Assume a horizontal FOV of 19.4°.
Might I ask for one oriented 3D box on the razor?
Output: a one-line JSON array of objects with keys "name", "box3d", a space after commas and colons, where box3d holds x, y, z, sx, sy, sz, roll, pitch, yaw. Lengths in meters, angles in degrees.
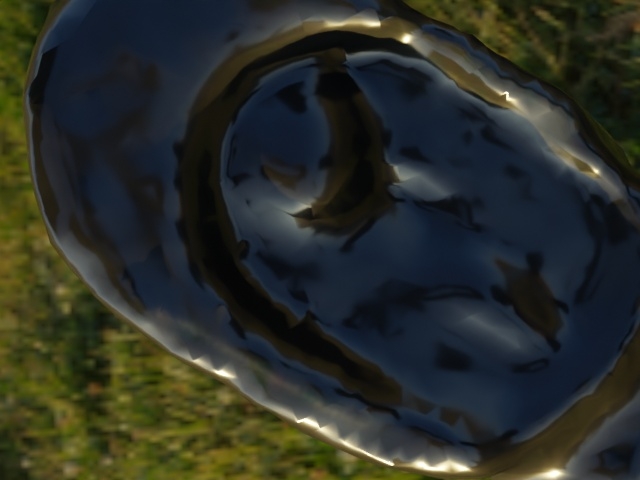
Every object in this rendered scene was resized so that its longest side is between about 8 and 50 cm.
[{"name": "razor", "box3d": [0.002, -0.004, 0.534, 0.107, 0.189, 0.327, -60, 4, -4]}]
